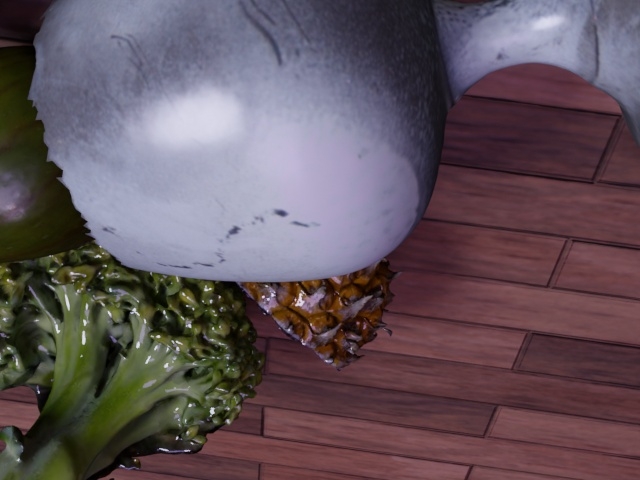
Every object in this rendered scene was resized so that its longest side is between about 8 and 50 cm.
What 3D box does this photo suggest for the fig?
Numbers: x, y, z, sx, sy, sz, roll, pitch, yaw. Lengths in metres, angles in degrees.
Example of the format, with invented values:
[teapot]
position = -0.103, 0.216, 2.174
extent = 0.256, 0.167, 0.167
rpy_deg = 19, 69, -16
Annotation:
[fig]
position = -0.248, -0.026, 0.541
extent = 0.259, 0.151, 0.151
rpy_deg = -38, 128, -10

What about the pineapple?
[pineapple]
position = 0.002, 0.002, 0.617
extent = 0.137, 0.161, 0.176
rpy_deg = -45, 117, -3

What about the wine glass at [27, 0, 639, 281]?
[wine glass]
position = 0.021, -0.100, 0.437
extent = 0.323, 0.238, 0.238
rpy_deg = -14, 131, 9

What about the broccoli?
[broccoli]
position = -0.172, 0.076, 0.627
extent = 0.242, 0.273, 0.180
rpy_deg = 16, 117, 17
